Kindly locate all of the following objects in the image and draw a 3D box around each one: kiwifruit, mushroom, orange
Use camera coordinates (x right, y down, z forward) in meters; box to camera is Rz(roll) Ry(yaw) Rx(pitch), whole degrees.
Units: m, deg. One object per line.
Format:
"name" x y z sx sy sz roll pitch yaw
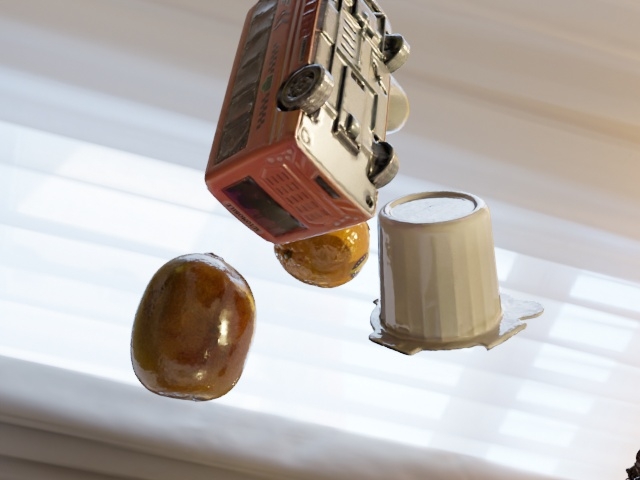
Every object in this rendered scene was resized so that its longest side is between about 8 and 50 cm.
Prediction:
"kiwifruit" -0.195 0.132 1.315 0.196 0.195 0.234 146 -45 -77
"mushroom" 0.101 -0.305 1.764 0.122 0.159 0.328 -48 169 14
"orange" 0.001 0.000 1.794 0.193 0.219 0.219 -39 178 -17

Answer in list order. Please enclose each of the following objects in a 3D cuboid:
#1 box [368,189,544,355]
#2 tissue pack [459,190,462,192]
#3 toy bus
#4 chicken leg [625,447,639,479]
"box" 0.213 0.039 1.371 0.262 0.291 0.207 -69 152 -65
"tissue pack" 0.327 -0.087 2.114 0.035 0.083 0.063 38 -56 30
"toy bus" -0.018 -0.215 1.249 0.233 0.203 0.427 -20 -135 31
"chicken leg" 0.637 0.318 1.329 0.096 0.406 0.158 46 -49 42
